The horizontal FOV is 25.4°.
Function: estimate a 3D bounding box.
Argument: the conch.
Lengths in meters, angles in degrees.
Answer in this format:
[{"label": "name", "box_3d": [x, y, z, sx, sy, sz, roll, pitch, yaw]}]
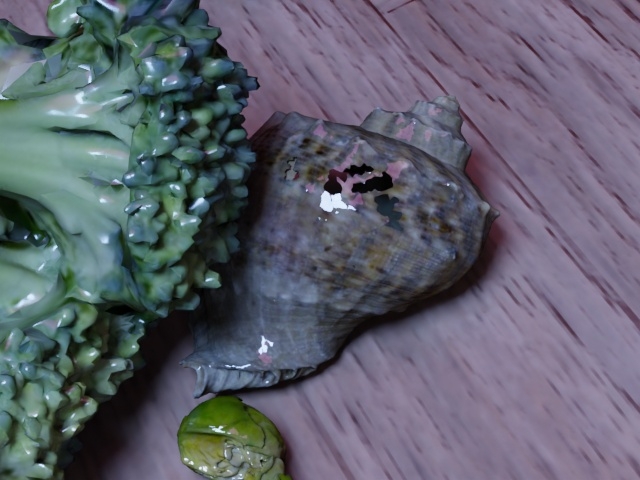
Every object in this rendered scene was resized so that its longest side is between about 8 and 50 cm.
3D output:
[{"label": "conch", "box_3d": [0.000, 0.000, 0.754, 0.207, 0.130, 0.155, -51, 18, 0]}]

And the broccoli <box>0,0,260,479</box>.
[{"label": "broccoli", "box_3d": [-0.190, 0.025, 0.658, 0.375, 0.302, 0.249, -25, 92, 6]}]

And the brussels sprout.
[{"label": "brussels sprout", "box_3d": [-0.037, 0.114, 0.687, 0.051, 0.046, 0.083, -21, 58, -8]}]
